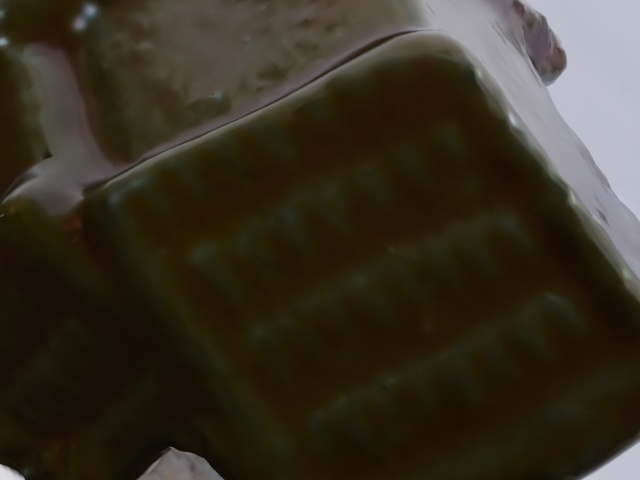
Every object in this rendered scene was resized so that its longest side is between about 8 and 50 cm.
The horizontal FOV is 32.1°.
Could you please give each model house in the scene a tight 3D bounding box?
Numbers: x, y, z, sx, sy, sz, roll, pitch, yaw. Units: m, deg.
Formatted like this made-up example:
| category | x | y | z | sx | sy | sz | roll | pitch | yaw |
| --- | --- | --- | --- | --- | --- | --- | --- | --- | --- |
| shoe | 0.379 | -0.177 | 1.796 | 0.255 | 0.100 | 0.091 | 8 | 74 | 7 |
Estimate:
| category | x | y | z | sx | sy | sz | roll | pitch | yaw |
| --- | --- | --- | --- | --- | --- | --- | --- | --- | --- |
| model house | -0.007 | 0.007 | 0.393 | 0.173 | 0.268 | 0.239 | 55 | 10 | -53 |
